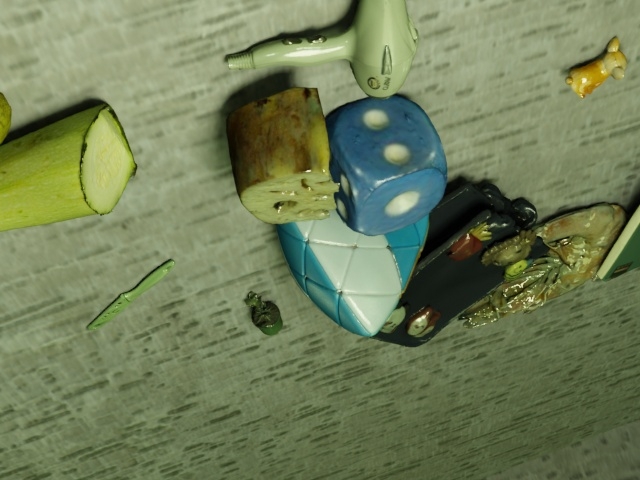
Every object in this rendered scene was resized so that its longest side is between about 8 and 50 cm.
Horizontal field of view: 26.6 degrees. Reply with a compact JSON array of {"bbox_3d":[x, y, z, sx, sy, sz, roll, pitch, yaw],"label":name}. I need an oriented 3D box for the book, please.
[{"bbox_3d":[0.649,-0.080,2.362,0.264,0.031,0.379,-19,150,-24],"label":"book"}]

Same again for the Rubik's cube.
[{"bbox_3d":[0.000,0.000,2.010,0.254,0.254,0.254,-17,153,-9],"label":"Rubik's cube"}]

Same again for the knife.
[{"bbox_3d":[-0.288,0.084,2.056,0.207,0.014,0.030,-38,151,31],"label":"knife"}]

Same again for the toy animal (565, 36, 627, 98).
[{"bbox_3d":[0.392,-0.243,1.906,0.081,0.060,0.083,3,153,-43],"label":"toy animal"}]

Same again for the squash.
[{"bbox_3d":[-0.366,-0.059,1.610,0.287,0.137,0.137,-19,154,-1],"label":"squash"}]

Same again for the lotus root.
[{"bbox_3d":[-0.048,-0.102,1.737,0.138,0.119,0.235,-7,163,1],"label":"lotus root"}]

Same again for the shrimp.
[{"bbox_3d":[0.392,0.044,2.422,0.360,0.085,0.247,-33,148,9],"label":"shrimp"}]

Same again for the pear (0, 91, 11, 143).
[{"bbox_3d":[-0.402,-0.128,1.472,0.131,0.107,0.107,-20,156,-29],"label":"pear"}]

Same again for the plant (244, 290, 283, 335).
[{"bbox_3d":[-0.093,0.119,2.228,0.051,0.051,0.102,-23,148,3],"label":"plant"}]

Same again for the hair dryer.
[{"bbox_3d":[0.024,-0.265,1.593,0.225,0.088,0.219,7,138,-19],"label":"hair dryer"}]

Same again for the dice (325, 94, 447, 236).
[{"bbox_3d":[0.082,-0.103,1.834,0.143,0.146,0.146,-17,152,-14],"label":"dice"}]

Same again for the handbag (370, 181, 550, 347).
[{"bbox_3d":[0.201,0.042,2.200,0.329,0.122,0.303,-35,158,17],"label":"handbag"}]
